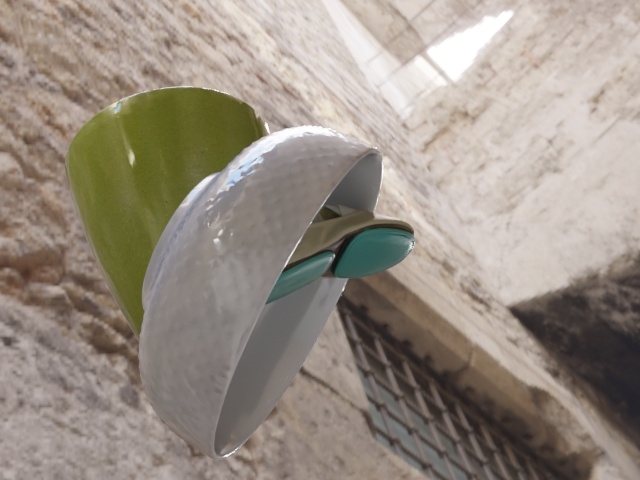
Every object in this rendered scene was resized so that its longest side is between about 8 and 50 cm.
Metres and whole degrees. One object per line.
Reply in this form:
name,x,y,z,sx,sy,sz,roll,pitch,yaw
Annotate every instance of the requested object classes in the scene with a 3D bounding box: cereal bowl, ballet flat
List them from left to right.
cereal bowl,-0.075,0.035,1.034,0.141,0.339,0.339,26,-63,11
ballet flat,0.000,0.000,1.073,0.248,0.086,0.086,-13,-49,-48

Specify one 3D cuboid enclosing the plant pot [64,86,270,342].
plant pot,-0.164,0.010,1.310,0.274,0.293,0.275,-11,-34,-8
